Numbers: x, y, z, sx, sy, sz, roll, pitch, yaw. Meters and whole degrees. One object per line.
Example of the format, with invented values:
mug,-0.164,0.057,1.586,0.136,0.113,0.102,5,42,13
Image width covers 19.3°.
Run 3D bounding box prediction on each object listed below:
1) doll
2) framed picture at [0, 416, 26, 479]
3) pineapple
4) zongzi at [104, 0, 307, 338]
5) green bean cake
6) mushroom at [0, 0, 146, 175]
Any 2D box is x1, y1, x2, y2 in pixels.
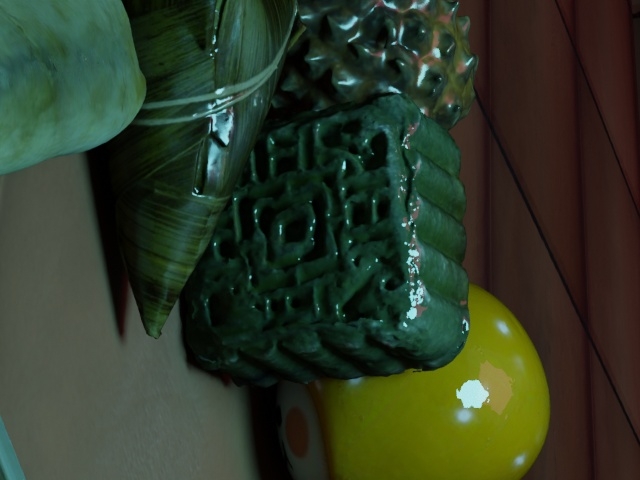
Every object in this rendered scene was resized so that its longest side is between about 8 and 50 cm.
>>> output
doll,0.059,0.088,1.356,0.213,0.213,0.236,23,53,-69
framed picture,-0.188,0.147,0.852,0.231,0.018,0.293,-65,142,-61
pineapple,-0.016,-0.223,1.379,0.361,0.175,0.175,60,23,-13
zongzi,-0.076,-0.081,1.209,0.248,0.111,0.241,-41,138,-74
green bean cake,0.000,0.000,1.238,0.094,0.181,0.173,35,51,-63
mushroom,-0.165,-0.079,0.945,0.312,0.081,0.100,-42,121,-74
